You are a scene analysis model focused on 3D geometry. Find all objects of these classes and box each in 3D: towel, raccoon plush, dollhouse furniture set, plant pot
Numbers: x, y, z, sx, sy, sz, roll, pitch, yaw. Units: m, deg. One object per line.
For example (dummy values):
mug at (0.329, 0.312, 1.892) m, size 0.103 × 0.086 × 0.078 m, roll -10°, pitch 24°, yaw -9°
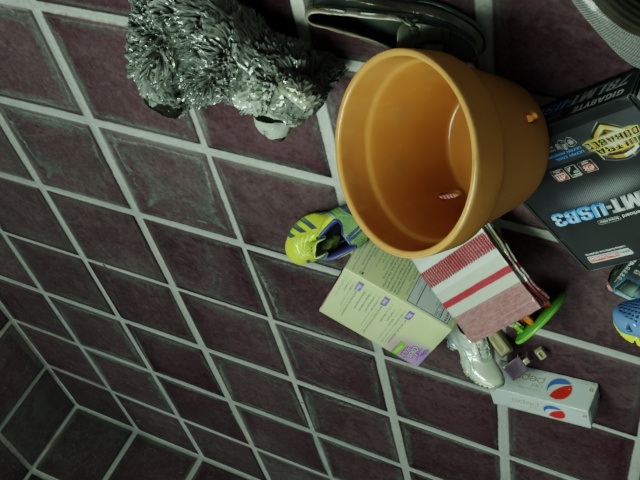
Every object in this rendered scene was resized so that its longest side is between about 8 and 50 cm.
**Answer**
towel at (0.238, 0.016, 1.640) m, size 0.329 × 0.037 × 0.237 m, roll 54°, pitch 149°, yaw 4°
raccoon plush at (-0.150, -0.345, 1.408) m, size 0.299 × 0.216 × 0.446 m, roll 2°, pitch 139°, yaw 27°
dollhouse furniture set at (0.400, 0.213, 1.909) m, size 0.114 × 0.091 × 0.081 m, roll 53°, pitch -168°, yaw 6°
plant pot at (0.188, -0.130, 1.331) m, size 0.291 × 0.204 × 0.290 m, roll 16°, pitch 110°, yaw 52°

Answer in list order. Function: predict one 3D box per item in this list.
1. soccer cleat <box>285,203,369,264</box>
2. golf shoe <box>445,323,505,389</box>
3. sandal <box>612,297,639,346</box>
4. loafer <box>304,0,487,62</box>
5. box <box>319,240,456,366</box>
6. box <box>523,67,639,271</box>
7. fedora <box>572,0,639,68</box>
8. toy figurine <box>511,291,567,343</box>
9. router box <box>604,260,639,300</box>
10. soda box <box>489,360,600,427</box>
soccer cleat at (-0.001, -0.001, 1.824) m, size 0.093 × 0.121 × 0.289 m, roll 51°, pitch 144°, yaw -11°
golf shoe at (0.316, 0.222, 1.883) m, size 0.176 × 0.069 × 0.086 m, roll 51°, pitch 149°, yaw 24°
sandal at (0.601, 0.078, 1.417) m, size 0.317 × 0.126 × 0.138 m, roll -16°, pitch 108°, yaw 31°
loafer at (0.104, -0.303, 1.343) m, size 0.268 × 0.084 × 0.096 m, roll 23°, pitch 148°, yaw 14°
box at (0.149, 0.118, 1.883) m, size 0.243 × 0.117 × 0.213 m, roll 30°, pitch 149°, yaw 3°
box at (0.436, -0.092, 1.379) m, size 0.293 × 0.073 × 0.296 m, roll 44°, pitch 147°, yaw -19°
fedora at (0.352, -0.331, 1.003) m, size 0.275 × 0.124 × 0.244 m, roll 52°, pitch 174°, yaw -1°
toy figurine at (0.347, 0.093, 1.715) m, size 0.159 × 0.130 × 0.173 m, roll 43°, pitch 174°, yaw 5°
router box at (0.540, 0.058, 1.535) m, size 0.092 × 0.038 × 0.122 m, roll 25°, pitch 149°, yaw 8°
soda box at (0.470, 0.322, 1.941) m, size 0.216 × 0.074 × 0.069 m, roll 10°, pitch 143°, yaw 31°
